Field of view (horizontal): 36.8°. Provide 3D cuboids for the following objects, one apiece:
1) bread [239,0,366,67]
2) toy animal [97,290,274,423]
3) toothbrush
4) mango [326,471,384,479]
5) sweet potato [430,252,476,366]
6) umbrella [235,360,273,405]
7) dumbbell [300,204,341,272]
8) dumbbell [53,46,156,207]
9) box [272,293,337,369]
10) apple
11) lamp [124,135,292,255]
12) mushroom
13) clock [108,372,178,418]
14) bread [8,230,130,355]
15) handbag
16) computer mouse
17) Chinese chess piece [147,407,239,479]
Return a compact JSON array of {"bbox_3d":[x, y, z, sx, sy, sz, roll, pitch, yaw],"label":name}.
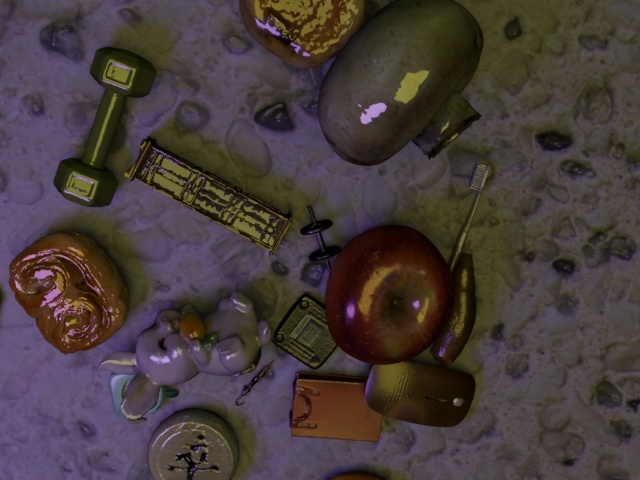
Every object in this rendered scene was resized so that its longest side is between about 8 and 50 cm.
[{"bbox_3d":[-0.031,-0.439,1.788,0.244,0.134,0.244,0,102,1],"label":"bread"},{"bbox_3d":[-0.259,0.218,1.876,0.325,0.208,0.154,-35,141,-5],"label":"toy animal"},{"bbox_3d":[0.274,0.013,1.942,0.029,0.024,0.354,18,100,2],"label":"toothbrush"},{"bbox_3d":[0.077,0.540,2.010,0.178,0.090,0.115,15,108,3],"label":"mango"},{"bbox_3d":[0.281,0.146,1.939,0.077,0.077,0.244,14,106,-5],"label":"sweet potato"},{"bbox_3d":[-0.138,0.293,1.988,0.022,0.013,0.122,34,97,-20],"label":"umbrella"},{"bbox_3d":[0.000,0.000,1.906,0.069,0.069,0.147,-17,103,1],"label":"dumbbell"},{"bbox_3d":[-0.411,-0.214,1.829,0.121,0.108,0.302,19,100,-6],"label":"dumbbell"},{"bbox_3d":[-0.020,0.188,1.965,0.125,0.027,0.126,35,98,-8],"label":"box"},{"bbox_3d":[0.130,0.104,1.867,0.251,0.206,0.272,-7,104,-13],"label":"apple"},{"bbox_3d":[-0.213,-0.088,1.872,0.325,0.090,0.089,29,98,-8],"label":"lamp"},{"bbox_3d":[0.150,-0.270,1.714,0.352,0.352,0.260,-43,89,6],"label":"mushroom"},{"bbox_3d":[-0.361,0.307,1.969,0.135,0.041,0.101,-7,101,-2],"label":"clock"},{"bbox_3d":[-0.485,0.097,1.883,0.198,0.120,0.236,-31,101,5],"label":"bread"},{"bbox_3d":[0.032,0.343,1.982,0.190,0.063,0.127,6,101,-6],"label":"handbag"},{"bbox_3d":[0.208,0.309,1.956,0.245,0.056,0.126,15,98,-21],"label":"computer mouse"},{"bbox_3d":[-0.262,0.441,1.979,0.188,0.083,0.188,0,102,0],"label":"Chinese chess piece"}]
